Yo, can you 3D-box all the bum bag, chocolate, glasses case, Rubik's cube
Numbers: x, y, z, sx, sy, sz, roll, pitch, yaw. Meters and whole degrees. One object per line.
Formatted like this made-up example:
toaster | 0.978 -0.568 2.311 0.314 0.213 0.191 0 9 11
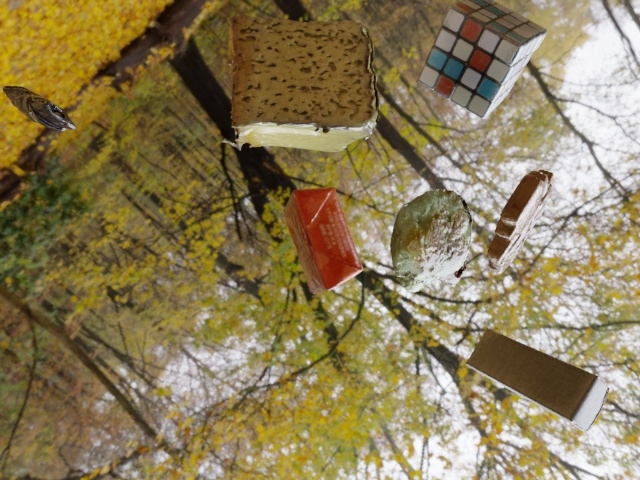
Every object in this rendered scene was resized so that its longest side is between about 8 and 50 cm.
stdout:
bum bag | -0.357 -0.167 0.689 0.124 0.058 0.034 27 -103 36
chocolate | 0.000 0.000 1.287 0.107 0.235 0.237 -19 175 -10
glasses case | 0.306 0.195 0.787 0.071 0.047 0.205 -56 -155 -7
Rubik's cube | 0.499 -0.578 1.691 0.259 0.256 0.253 -41 161 -43

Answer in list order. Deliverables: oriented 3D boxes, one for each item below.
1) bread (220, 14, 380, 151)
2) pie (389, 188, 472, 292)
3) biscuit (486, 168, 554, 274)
bread | -0.043 -0.185 0.905 0.248 0.315 0.279 -2 -128 -2
pie | 0.278 -0.002 1.353 0.105 0.274 0.258 24 -68 47
biscuit | 0.352 -0.032 0.951 0.186 0.044 0.295 -61 158 2
